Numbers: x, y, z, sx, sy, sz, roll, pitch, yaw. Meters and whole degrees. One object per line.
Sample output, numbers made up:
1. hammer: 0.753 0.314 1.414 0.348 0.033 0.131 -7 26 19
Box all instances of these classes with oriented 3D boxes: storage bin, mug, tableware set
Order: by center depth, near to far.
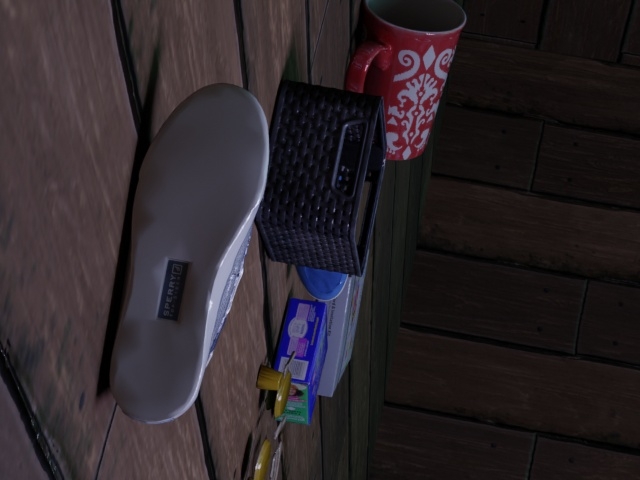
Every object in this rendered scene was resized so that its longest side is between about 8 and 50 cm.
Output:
1. storage bin: 0.003 -0.049 1.517 0.180 0.084 0.122 79 22 -76
2. tableware set: -0.054 0.183 1.686 0.104 0.024 0.154 -59 159 -65
3. mug: 0.072 -0.182 1.998 0.113 0.150 0.169 53 -38 45

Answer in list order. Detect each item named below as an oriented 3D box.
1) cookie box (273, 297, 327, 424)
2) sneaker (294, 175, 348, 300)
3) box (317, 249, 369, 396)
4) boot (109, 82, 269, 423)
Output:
1. cookie box: -0.020 0.121 1.792 0.107 0.040 0.092 89 13 -62
2. sneaker: -0.001 0.000 1.667 0.084 0.058 0.152 -81 174 -64
3. box: 0.019 0.092 2.139 0.186 0.038 0.145 -55 155 -79
4. boot: -0.075 0.004 1.006 0.086 0.069 0.190 -93 -159 -85
